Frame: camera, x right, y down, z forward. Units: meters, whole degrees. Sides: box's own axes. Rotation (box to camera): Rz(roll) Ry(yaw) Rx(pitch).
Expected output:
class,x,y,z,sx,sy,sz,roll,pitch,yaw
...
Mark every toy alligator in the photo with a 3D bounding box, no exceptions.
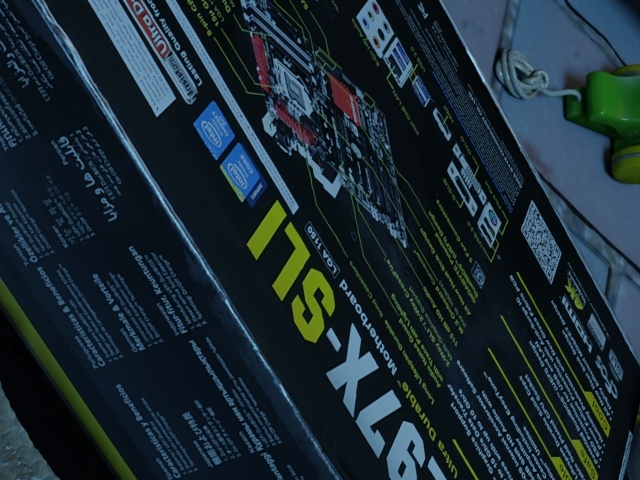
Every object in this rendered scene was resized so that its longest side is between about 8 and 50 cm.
class,x,y,z,sx,sy,sz,roll,pitch,yaw
toy alligator,0.165,-0.063,0.882,0.189,0.051,0.056,20,63,-44

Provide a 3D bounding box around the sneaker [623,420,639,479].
class,x,y,z,sx,sy,sz,roll,pitch,yaw
sneaker,0.208,0.195,0.738,0.110,0.122,0.283,-24,79,-37

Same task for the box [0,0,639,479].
class,x,y,z,sx,sy,sz,roll,pitch,yaw
box,0.000,0.000,0.614,0.322,0.079,0.257,59,30,-18

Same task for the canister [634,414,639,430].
class,x,y,z,sx,sy,sz,roll,pitch,yaw
canister,0.218,0.157,0.817,0.073,0.126,0.170,-9,87,-50

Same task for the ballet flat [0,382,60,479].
class,x,y,z,sx,sy,sz,roll,pitch,yaw
ballet flat,-0.092,0.058,0.499,0.058,0.084,0.250,-30,118,-16
